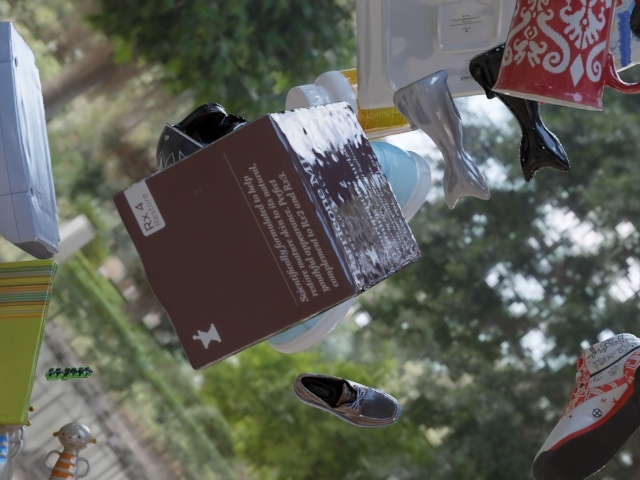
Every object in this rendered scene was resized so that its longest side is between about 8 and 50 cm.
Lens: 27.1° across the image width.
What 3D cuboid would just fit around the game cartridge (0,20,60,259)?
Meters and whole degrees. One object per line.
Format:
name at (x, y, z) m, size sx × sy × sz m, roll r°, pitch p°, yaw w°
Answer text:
game cartridge at (-0.402, -0.131, 1.768) m, size 0.196 × 0.060 × 0.294 m, roll 112°, pitch -30°, yaw -80°

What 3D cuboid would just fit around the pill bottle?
pill bottle at (0.066, -0.250, 2.437) m, size 0.136 × 0.245 × 0.136 m, roll 34°, pitch -50°, yaw 53°

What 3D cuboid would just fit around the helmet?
helmet at (-0.182, -0.131, 2.143) m, size 0.169 × 0.161 × 0.169 m, roll 46°, pitch -22°, yaw 25°

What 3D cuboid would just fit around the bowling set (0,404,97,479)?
bowling set at (-0.470, 0.270, 1.851) m, size 0.287 × 0.154 × 0.200 m, roll 10°, pitch -14°, yaw 11°

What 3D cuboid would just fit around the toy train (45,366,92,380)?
toy train at (-0.406, 0.216, 2.143) m, size 0.083 × 0.024 × 0.017 m, roll 4°, pitch 49°, yaw -42°

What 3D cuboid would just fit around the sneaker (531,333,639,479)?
sneaker at (0.421, 0.261, 2.072) m, size 0.090 × 0.270 × 0.145 m, roll 42°, pitch 9°, yaw -28°

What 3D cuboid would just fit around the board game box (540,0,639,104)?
board game box at (0.483, -0.425, 2.443) m, size 0.302 × 0.308 × 0.086 m, roll 61°, pitch 8°, yaw -49°

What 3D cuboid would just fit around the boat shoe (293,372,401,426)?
boat shoe at (0.043, 0.262, 2.184) m, size 0.183 × 0.066 × 0.066 m, roll 13°, pitch -15°, yaw 4°

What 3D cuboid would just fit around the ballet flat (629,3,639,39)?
ballet flat at (0.608, -0.419, 2.102) m, size 0.095 × 0.280 × 0.096 m, roll 59°, pitch 15°, yaw 13°

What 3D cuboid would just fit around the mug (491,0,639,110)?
mug at (0.260, -0.220, 1.330) m, size 0.150 × 0.169 × 0.113 m, roll 9°, pitch 5°, yaw -13°

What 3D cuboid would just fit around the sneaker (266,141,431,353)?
sneaker at (0.000, 0.000, 1.947) m, size 0.150 × 0.366 × 0.135 m, roll 23°, pitch 16°, yaw -44°

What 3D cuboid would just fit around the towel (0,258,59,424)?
towel at (-0.427, 0.140, 1.844) m, size 0.021 × 0.102 × 0.237 m, roll 42°, pitch 50°, yaw -56°

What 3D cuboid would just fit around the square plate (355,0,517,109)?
square plate at (0.227, -0.349, 2.062) m, size 0.049 × 0.347 × 0.344 m, roll -100°, pitch -175°, yaw -48°

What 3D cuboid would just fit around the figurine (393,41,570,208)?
figurine at (0.241, -0.166, 1.977) m, size 0.209 × 0.214 × 0.092 m, roll 66°, pitch 28°, yaw -6°

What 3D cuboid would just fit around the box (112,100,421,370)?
box at (-0.040, -0.010, 1.172) m, size 0.168 × 0.167 × 0.203 m, roll 64°, pitch 21°, yaw 1°
